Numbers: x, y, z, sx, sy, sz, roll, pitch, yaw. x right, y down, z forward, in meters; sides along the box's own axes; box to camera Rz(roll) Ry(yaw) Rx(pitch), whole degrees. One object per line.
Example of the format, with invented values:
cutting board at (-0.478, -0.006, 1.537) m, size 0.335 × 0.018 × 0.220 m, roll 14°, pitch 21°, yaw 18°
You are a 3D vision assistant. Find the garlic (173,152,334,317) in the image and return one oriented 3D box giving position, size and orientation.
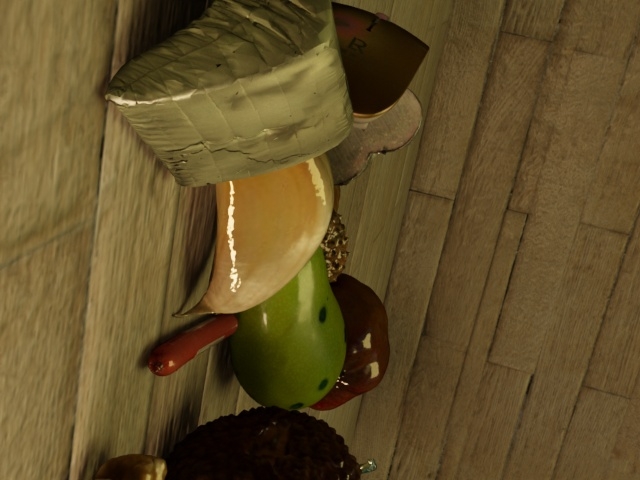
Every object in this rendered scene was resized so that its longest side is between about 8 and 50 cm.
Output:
garlic at (-0.072, -0.033, 0.918) m, size 0.164 × 0.145 × 0.245 m, roll -13°, pitch 124°, yaw -42°

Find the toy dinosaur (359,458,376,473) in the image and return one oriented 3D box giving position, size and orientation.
toy dinosaur at (-0.065, 0.472, 1.578) m, size 0.363 × 0.147 × 0.076 m, roll -45°, pitch -157°, yaw 22°

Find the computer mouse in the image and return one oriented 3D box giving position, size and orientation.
computer mouse at (0.052, -0.246, 1.148) m, size 0.072 × 0.158 × 0.310 m, roll -66°, pitch 176°, yaw 35°

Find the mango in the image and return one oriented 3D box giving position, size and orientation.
mango at (-0.044, 0.110, 1.157) m, size 0.175 × 0.143 × 0.293 m, roll -42°, pitch 144°, yaw -38°

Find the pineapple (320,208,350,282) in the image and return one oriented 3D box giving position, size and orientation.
pineapple at (-0.019, -0.047, 1.179) m, size 0.251 × 0.125 × 0.125 m, roll 87°, pitch 20°, yaw -44°

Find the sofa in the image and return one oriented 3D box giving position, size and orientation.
sofa at (-0.078, -0.186, 0.739) m, size 0.210 × 0.176 × 0.225 m, roll 64°, pitch 13°, yaw -75°

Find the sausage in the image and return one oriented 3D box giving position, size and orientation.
sausage at (-0.135, 0.110, 0.965) m, size 0.253 × 0.034 × 0.034 m, roll -22°, pitch 126°, yaw -76°

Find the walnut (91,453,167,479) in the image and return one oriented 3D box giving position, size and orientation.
walnut at (-0.194, 0.271, 0.783) m, size 0.143 × 0.069 × 0.170 m, roll 64°, pitch 43°, yaw -77°

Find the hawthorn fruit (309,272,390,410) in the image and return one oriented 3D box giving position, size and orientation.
hawthorn fruit at (0.011, 0.147, 1.428) m, size 0.248 × 0.208 × 0.208 m, roll -91°, pitch -172°, yaw -60°

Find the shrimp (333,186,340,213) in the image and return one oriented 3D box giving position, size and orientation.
shrimp at (0.001, 0.000, 1.492) m, size 0.267 × 0.061 × 0.145 m, roll 90°, pitch 8°, yaw -47°

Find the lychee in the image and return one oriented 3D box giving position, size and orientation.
lychee at (-0.069, 0.329, 1.014) m, size 0.267 × 0.267 × 0.267 m, roll 15°, pitch 90°, yaw -80°

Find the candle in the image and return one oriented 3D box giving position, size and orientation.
candle at (0.042, -0.176, 1.243) m, size 0.168 × 0.192 × 0.068 m, roll 60°, pitch 10°, yaw 3°
